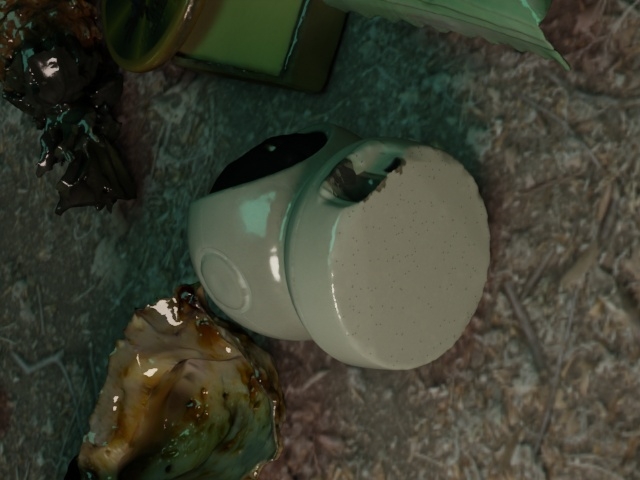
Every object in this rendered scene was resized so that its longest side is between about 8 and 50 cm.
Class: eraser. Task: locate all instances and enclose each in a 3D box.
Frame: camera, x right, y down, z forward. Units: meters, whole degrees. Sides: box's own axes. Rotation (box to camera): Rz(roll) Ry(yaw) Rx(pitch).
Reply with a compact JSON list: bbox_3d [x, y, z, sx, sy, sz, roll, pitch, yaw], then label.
[{"bbox_3d":[-0.057,-0.206,1.692,0.172,0.058,0.117,15,87,44],"label":"eraser"}]

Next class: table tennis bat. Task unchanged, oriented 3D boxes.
[{"bbox_3d":[-0.180,-0.291,1.800,0.198,0.050,0.321,-64,36,22],"label":"table tennis bat"}]

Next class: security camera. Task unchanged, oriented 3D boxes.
[{"bbox_3d":[0.000,0.000,1.497,0.236,0.194,0.195,12,86,48],"label":"security camera"}]

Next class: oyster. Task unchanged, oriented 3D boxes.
[{"bbox_3d":[-0.146,0.191,1.607,0.337,0.133,0.198,-44,50,31],"label":"oyster"}]

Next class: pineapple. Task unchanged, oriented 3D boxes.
[{"bbox_3d":[-0.273,-0.164,1.810,0.141,0.170,0.310,-21,61,-4],"label":"pineapple"}]

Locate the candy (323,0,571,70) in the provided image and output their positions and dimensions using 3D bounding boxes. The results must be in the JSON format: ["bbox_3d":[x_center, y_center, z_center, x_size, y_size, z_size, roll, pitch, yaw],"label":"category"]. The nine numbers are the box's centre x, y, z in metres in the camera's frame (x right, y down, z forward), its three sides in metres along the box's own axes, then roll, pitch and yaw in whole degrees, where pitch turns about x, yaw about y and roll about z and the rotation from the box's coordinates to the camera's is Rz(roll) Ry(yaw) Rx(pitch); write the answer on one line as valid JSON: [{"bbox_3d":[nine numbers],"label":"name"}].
[{"bbox_3d":[0.179,-0.346,1.477,0.263,0.172,0.398,28,77,33],"label":"candy"}]
